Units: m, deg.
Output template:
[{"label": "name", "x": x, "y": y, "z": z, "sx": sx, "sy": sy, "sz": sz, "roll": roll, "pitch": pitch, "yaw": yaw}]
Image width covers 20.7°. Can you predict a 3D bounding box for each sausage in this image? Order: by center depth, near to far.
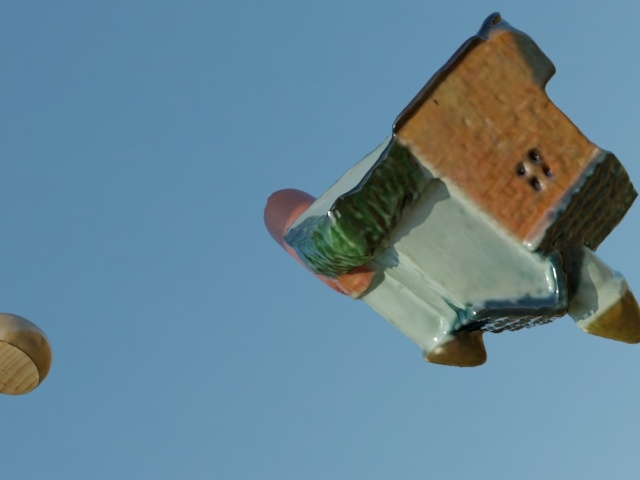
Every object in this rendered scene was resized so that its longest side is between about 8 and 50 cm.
[{"label": "sausage", "x": 0.000, "y": 0.000, "z": 1.736, "sx": 0.062, "sy": 0.154, "sz": 0.062, "roll": -21, "pitch": -50, "yaw": -28}]

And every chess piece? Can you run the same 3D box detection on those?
[{"label": "chess piece", "x": -0.286, "y": 0.104, "z": 1.601, "sx": 0.084, "sy": 0.083, "sz": 0.038, "roll": 103, "pitch": -175, "yaw": -47}]

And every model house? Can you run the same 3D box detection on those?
[{"label": "model house", "x": 0.154, "y": -0.001, "z": 1.497, "sx": 0.253, "sy": 0.291, "sz": 0.184, "roll": -47, "pitch": -3, "yaw": -16}]
